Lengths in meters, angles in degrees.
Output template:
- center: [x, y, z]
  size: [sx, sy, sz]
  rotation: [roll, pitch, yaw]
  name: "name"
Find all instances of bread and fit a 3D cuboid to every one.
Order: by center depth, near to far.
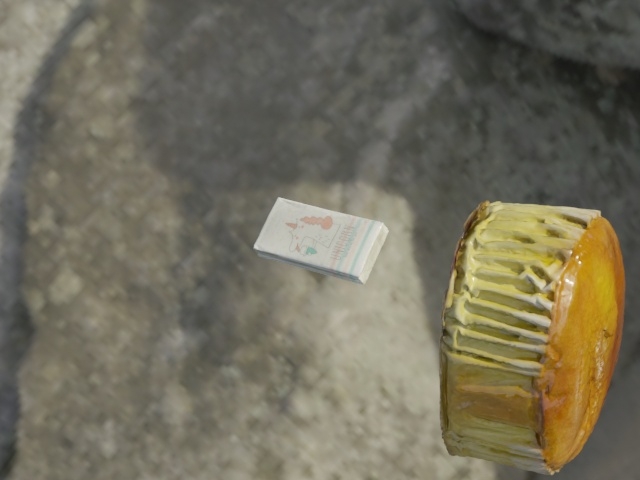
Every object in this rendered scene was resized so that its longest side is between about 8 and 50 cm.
- center: [0.141, 0.066, 1.261]
  size: [0.114, 0.190, 0.132]
  rotation: [10, 42, 21]
  name: "bread"

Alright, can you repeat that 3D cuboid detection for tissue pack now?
- center: [0.000, 0.000, 1.611]
  size: [0.108, 0.023, 0.056]
  rotation: [16, 69, 29]
  name: "tissue pack"
